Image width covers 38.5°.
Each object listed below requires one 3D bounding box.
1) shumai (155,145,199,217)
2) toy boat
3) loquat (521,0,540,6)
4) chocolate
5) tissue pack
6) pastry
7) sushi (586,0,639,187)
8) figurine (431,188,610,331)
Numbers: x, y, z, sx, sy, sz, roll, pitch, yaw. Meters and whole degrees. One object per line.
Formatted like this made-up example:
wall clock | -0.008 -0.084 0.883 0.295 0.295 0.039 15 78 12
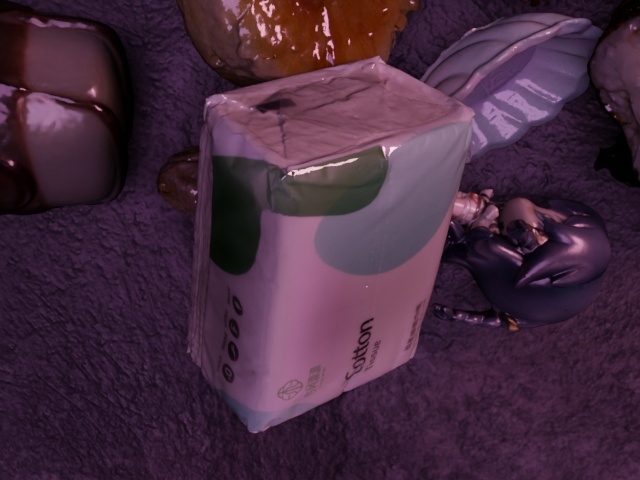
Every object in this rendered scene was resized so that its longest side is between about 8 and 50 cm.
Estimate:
shumai | -0.097 -0.095 1.168 0.206 0.166 0.175 19 93 -25
toy boat | 0.206 -0.186 1.130 0.290 0.199 0.100 -38 59 14
loquat | 0.270 -0.395 1.063 0.238 0.193 0.238 -1 104 -2
chocolate | -0.325 -0.150 1.132 0.186 0.283 0.283 5 101 -16
tissue pack | 0.001 0.001 1.020 0.194 0.266 0.356 40 136 37
pastry | -0.033 -0.314 1.060 0.136 0.330 0.329 3 104 45
sushi | 0.448 -0.153 1.073 0.234 0.207 0.348 -24 113 41
figurine | 0.226 0.012 1.149 0.265 0.175 0.197 6 128 5
